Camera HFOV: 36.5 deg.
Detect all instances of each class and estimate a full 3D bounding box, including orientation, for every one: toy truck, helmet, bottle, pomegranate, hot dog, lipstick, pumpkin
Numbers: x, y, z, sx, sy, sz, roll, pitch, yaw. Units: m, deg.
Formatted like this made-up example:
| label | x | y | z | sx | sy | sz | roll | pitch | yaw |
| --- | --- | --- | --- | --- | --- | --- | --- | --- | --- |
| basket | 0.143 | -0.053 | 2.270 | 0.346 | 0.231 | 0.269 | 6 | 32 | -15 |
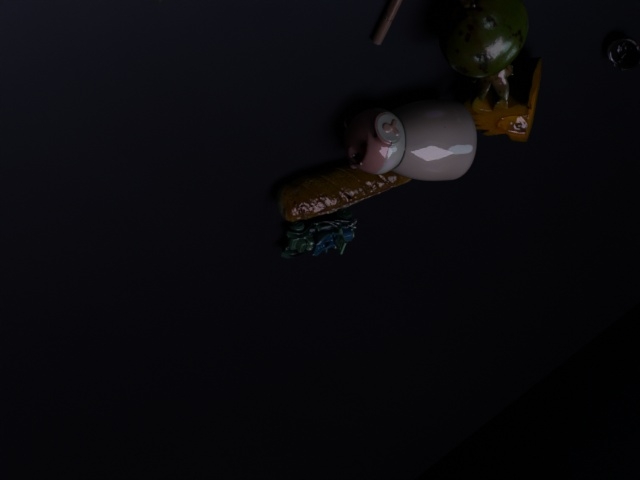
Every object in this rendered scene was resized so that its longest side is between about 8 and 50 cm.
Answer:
| label | x | y | z | sx | sy | sz | roll | pitch | yaw |
| --- | --- | --- | --- | --- | --- | --- | --- | --- | --- |
| toy truck | 0.001 | 0.000 | 1.865 | 0.154 | 0.078 | 0.080 | -13 | 139 | -30 |
| helmet | 0.615 | -0.389 | 1.963 | 0.065 | 0.049 | 0.084 | -18 | 128 | 33 |
| bottle | 0.146 | -0.178 | 1.724 | 0.236 | 0.148 | 0.148 | -4 | 136 | -28 |
| pomegranate | 0.269 | -0.334 | 1.636 | 0.156 | 0.156 | 0.220 | -27 | 156 | -13 |
| hot dog | 0.050 | -0.106 | 1.781 | 0.285 | 0.088 | 0.061 | -24 | 173 | -26 |
| lipstick | 0.109 | -0.360 | 1.567 | 0.019 | 0.019 | 0.094 | -6 | 136 | -38 |
| pumpkin | 0.341 | -0.284 | 1.820 | 0.254 | 0.130 | 0.149 | 31 | 71 | -74 |
